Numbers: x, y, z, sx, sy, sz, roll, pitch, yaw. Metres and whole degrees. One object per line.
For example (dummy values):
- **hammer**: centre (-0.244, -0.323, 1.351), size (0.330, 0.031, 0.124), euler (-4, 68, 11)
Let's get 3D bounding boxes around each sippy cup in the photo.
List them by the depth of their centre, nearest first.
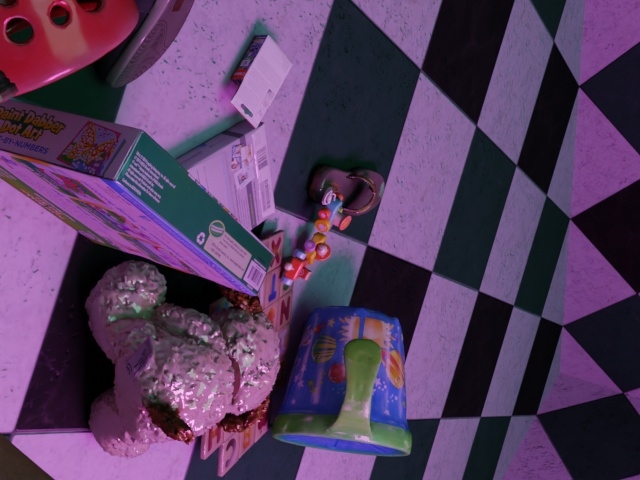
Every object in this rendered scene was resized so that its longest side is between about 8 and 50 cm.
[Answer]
- **sippy cup**: centre (0.047, 0.235, 1.354), size (0.240, 0.305, 0.224), euler (22, 67, -36)

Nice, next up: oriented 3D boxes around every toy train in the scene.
- **toy train**: centre (0.000, 0.000, 1.273), size (0.166, 0.046, 0.125), euler (-62, 171, 5)

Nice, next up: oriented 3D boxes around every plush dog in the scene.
- **plush dog**: centre (-0.144, 0.155, 0.985), size (0.225, 0.210, 0.262), euler (-15, 116, -42)

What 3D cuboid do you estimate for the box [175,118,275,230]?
- **box**: centre (-0.136, -0.063, 1.088), size (0.186, 0.038, 0.145), euler (-41, 136, -44)

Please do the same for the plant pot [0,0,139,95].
- **plant pot**: centre (-0.267, -0.231, 0.654), size (0.191, 0.191, 0.174), euler (-47, 134, -38)

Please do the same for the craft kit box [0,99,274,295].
- **craft kit box**: centre (-0.203, -0.043, 0.784), size (0.250, 0.247, 0.061), euler (49, 59, -56)

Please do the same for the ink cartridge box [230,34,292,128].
- **ink cartridge box**: centre (-0.088, -0.217, 1.095), size (0.063, 0.029, 0.115), euler (44, 66, -43)

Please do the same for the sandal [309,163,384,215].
- **sandal**: centre (0.059, -0.087, 1.376), size (0.219, 0.060, 0.090), euler (10, 95, -59)

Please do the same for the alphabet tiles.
- **alphabet tiles**: centre (-0.103, 0.165, 1.211), size (0.285, 0.011, 0.342), euler (-30, 128, -66)

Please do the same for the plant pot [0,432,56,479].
- **plant pot**: centre (-0.347, 0.245, 0.672), size (0.276, 0.254, 0.276), euler (-33, 132, -48)

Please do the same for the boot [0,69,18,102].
- **boot**: centre (-0.335, -0.131, 0.574), size (0.082, 0.219, 0.106), euler (-83, 167, -64)

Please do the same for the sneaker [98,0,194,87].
- **sneaker**: centre (-0.200, -0.280, 0.859), size (0.222, 0.118, 0.083), euler (-54, 177, 21)
